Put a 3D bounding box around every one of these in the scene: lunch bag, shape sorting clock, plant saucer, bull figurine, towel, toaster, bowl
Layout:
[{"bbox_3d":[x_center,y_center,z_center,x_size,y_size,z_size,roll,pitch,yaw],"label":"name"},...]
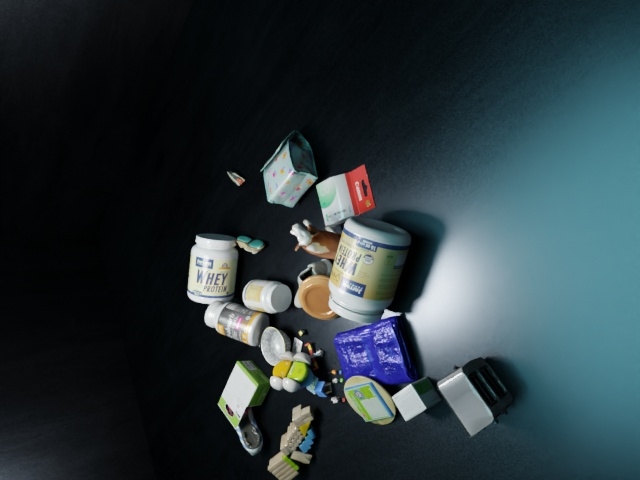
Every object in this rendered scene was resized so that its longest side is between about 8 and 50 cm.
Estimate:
[{"bbox_3d":[-0.141,-0.313,1.736,0.223,0.160,0.262,-43,50,40],"label":"lunch bag"},{"bbox_3d":[0.177,0.574,1.466,0.207,0.040,0.206,14,118,28],"label":"shape sorting clock"},{"bbox_3d":[0.004,0.230,1.596,0.200,0.037,0.199,6,114,14],"label":"plant saucer"},{"bbox_3d":[0.000,0.000,1.499,0.101,0.311,0.188,-58,36,14],"label":"bull figurine"},{"bbox_3d":[0.184,0.414,1.466,0.308,0.076,0.227,-28,70,41],"label":"towel"},{"bbox_3d":[0.435,0.431,1.154,0.110,0.168,0.185,-50,58,30],"label":"toaster"},{"bbox_3d":[-0.186,0.469,1.832,0.170,0.080,0.169,0,90,44],"label":"bowl"}]

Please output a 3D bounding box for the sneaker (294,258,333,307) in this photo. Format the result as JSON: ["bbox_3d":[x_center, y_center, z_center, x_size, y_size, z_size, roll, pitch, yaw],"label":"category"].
[{"bbox_3d":[-0.060,0.178,1.677,0.099,0.121,0.262,50,123,34],"label":"sneaker"}]

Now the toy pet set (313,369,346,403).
[{"bbox_3d":[0.033,0.585,1.624,0.114,0.065,0.122,-15,79,44],"label":"toy pet set"}]

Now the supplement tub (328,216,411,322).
[{"bbox_3d":[0.158,0.097,1.384,0.228,0.229,0.315,27,109,42],"label":"supplement tub"}]

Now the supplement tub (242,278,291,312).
[{"bbox_3d":[-0.241,0.252,1.841,0.200,0.145,0.144,0,90,45],"label":"supplement tub"}]

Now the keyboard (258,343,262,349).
[{"bbox_3d":[-0.319,0.463,2.007,0.180,0.023,0.108,21,105,42],"label":"keyboard"}]

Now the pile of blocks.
[{"bbox_3d":[-0.098,0.858,1.749,0.112,0.149,0.361,-95,29,-77],"label":"pile of blocks"}]

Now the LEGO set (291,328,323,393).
[{"bbox_3d":[-0.076,0.513,1.742,0.183,0.060,0.243,21,104,39],"label":"LEGO set"}]

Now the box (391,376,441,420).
[{"bbox_3d":[0.312,0.513,1.320,0.102,0.101,0.087,-50,58,33],"label":"box"}]

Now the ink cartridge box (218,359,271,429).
[{"bbox_3d":[-0.372,0.741,1.972,0.189,0.097,0.255,32,100,40],"label":"ink cartridge box"}]

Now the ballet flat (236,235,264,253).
[{"bbox_3d":[-0.336,0.027,2.004,0.206,0.073,0.067,19,131,46],"label":"ballet flat"}]

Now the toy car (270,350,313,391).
[{"bbox_3d":[-0.106,0.554,1.677,0.182,0.136,0.159,-11,40,42],"label":"toy car"}]

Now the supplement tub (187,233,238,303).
[{"bbox_3d":[-0.547,0.140,2.082,0.236,0.236,0.324,15,101,44],"label":"supplement tub"}]

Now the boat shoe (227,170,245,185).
[{"bbox_3d":[-0.440,-0.329,2.113,0.043,0.049,0.137,-40,49,-11],"label":"boat shoe"}]

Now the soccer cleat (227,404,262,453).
[{"bbox_3d":[-0.379,0.898,2.007,0.331,0.116,0.143,54,152,41],"label":"soccer cleat"}]

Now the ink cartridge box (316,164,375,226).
[{"bbox_3d":[0.092,-0.171,1.575,0.225,0.056,0.180,-25,73,44],"label":"ink cartridge box"}]

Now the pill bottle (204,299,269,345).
[{"bbox_3d":[-0.396,0.384,1.929,0.279,0.162,0.161,13,100,22],"label":"pill bottle"}]
